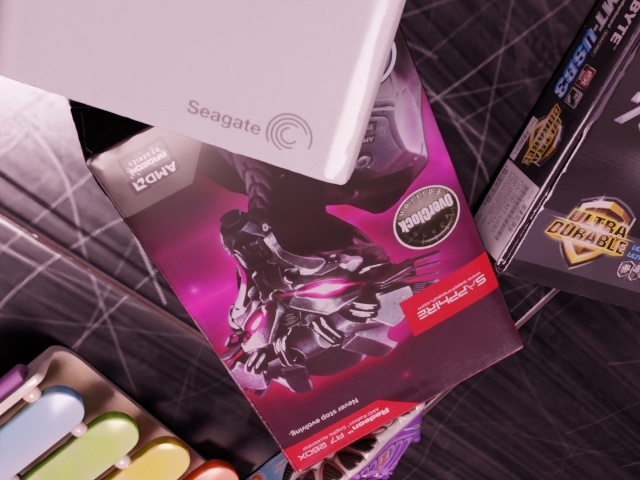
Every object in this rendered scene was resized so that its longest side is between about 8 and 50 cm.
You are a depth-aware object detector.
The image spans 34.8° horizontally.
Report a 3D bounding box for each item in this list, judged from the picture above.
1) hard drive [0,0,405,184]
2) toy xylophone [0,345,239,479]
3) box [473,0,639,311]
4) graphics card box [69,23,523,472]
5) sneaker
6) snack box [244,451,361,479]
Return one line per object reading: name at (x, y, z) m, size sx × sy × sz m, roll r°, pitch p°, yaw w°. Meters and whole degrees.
hard drive at (-0.046, -0.227, 0.559) m, size 0.233 × 0.047 × 0.353 m, roll 18°, pitch 116°, yaw 3°
toy xylophone at (-0.196, 0.231, 0.869) m, size 0.236 × 0.081 × 0.322 m, roll -46°, pitch 120°, yaw 11°
box at (0.317, -0.077, 0.892) m, size 0.295 × 0.073 × 0.293 m, roll 16°, pitch 116°, yaw -30°
graphics card box at (0.000, 0.000, 0.800) m, size 0.232 × 0.094 × 0.371 m, roll -28°, pitch 127°, yaw -2°
sneaker at (0.040, 0.198, 0.926) m, size 0.170 × 0.068 × 0.071 m, roll -27°, pitch 119°, yaw -37°
snack box at (-0.076, 0.349, 1.023) m, size 0.322 × 0.060 × 0.187 m, roll -40°, pitch 127°, yaw 7°
